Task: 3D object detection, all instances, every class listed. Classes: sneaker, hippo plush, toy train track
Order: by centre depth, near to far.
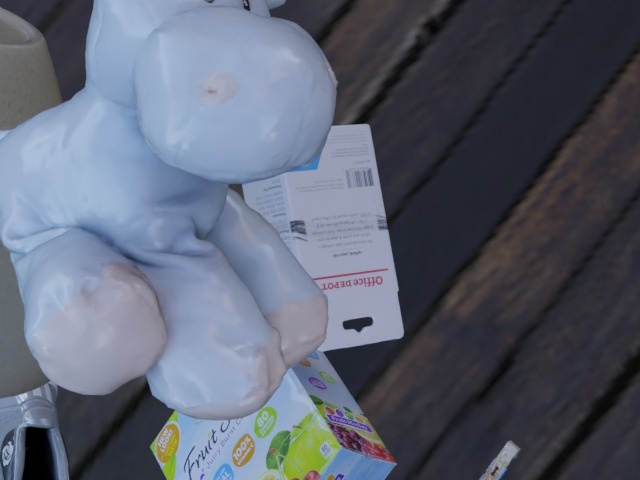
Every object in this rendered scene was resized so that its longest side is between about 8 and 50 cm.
[{"bbox_3d":[-0.076,-0.061,1.107,0.294,0.234,0.236,50,119,39],"label":"hippo plush"},{"bbox_3d":[0.116,0.175,1.296,0.048,0.014,0.083,41,112,24],"label":"toy train track"},{"bbox_3d":[-0.281,0.238,1.700,0.086,0.228,0.132,-1,30,-20],"label":"sneaker"}]

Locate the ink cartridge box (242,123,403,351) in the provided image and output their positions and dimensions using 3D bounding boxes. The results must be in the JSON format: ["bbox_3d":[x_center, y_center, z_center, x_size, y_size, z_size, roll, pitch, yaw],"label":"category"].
[{"bbox_3d":[0.000,0.000,1.502,0.060,0.104,0.180,-13,85,48],"label":"ink cartridge box"}]

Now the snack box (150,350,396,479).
[{"bbox_3d":[-0.046,0.184,1.581,0.174,0.070,0.207,-56,38,17],"label":"snack box"}]

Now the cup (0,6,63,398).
[{"bbox_3d":[-0.314,-0.061,1.341,0.331,0.331,0.237,26,107,24],"label":"cup"}]
